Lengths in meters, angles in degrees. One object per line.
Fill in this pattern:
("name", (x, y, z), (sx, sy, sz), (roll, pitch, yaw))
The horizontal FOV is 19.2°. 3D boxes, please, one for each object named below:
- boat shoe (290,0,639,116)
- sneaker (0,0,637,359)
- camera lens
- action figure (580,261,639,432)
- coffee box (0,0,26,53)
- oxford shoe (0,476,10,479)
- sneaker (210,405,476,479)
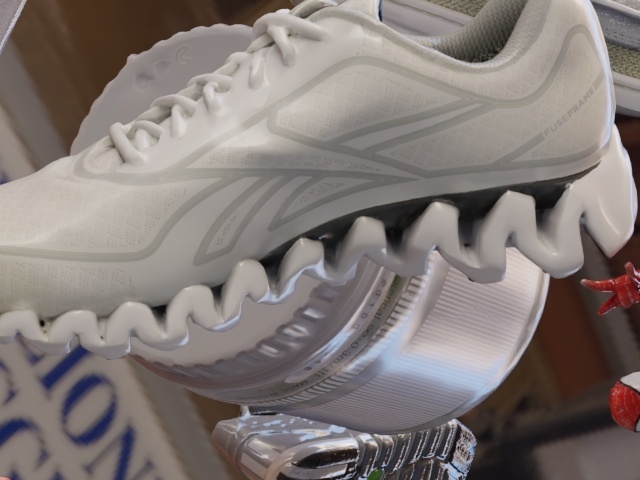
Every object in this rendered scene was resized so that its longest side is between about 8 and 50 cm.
("boat shoe", (0.145, -0.135, 1.053), (0.320, 0.118, 0.103), (12, -75, -15))
("sneaker", (-0.022, -0.034, 0.731), (0.292, 0.110, 0.118), (-12, -64, -12))
("camera lens", (0.000, 0.000, 1.158), (0.219, 0.274, 0.219), (-7, -104, 29))
("action figure", (0.220, 0.029, 0.725), (0.280, 0.139, 0.091), (-23, -103, 33))
("coffee box", (-0.241, -0.189, 0.775), (0.297, 0.119, 0.168), (32, -79, 31))
("oxford shoe", (-0.235, 0.084, 0.826), (0.133, 0.130, 0.363), (-8, -65, 20))
("sneaker", (0.009, 0.143, 1.392), (0.132, 0.229, 0.086), (30, -76, 36))
